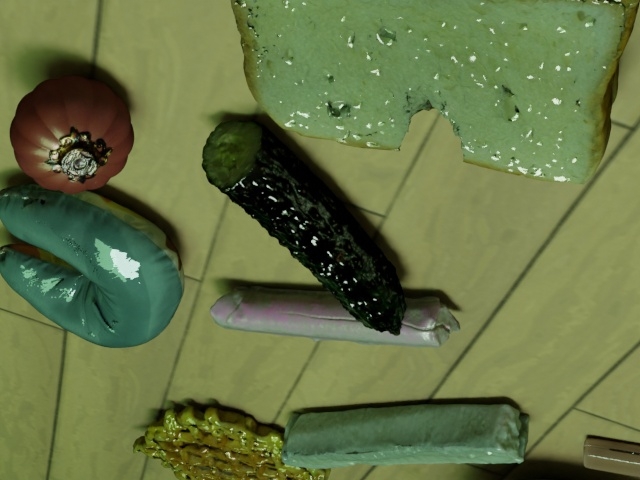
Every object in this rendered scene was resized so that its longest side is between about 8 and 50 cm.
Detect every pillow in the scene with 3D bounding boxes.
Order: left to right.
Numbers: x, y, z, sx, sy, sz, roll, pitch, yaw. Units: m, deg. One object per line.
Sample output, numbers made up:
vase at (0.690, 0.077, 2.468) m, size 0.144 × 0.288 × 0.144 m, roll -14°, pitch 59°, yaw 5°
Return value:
pillow at (-0.244, 0.026, 1.433) m, size 0.214 × 0.086 × 0.233 m, roll 22°, pitch 149°, yaw 2°

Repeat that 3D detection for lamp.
lamp at (-0.215, -0.092, 1.203) m, size 0.108 × 0.092 × 0.107 m, roll -9°, pitch 130°, yaw -11°

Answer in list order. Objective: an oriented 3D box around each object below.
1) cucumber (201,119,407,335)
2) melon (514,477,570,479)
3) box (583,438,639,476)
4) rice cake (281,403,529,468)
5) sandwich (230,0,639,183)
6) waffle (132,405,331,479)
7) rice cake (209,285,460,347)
cucumber at (0.001, -0.002, 1.266) m, size 0.072 × 0.072 × 0.300 m, roll -6°, pitch 144°, yaw 36°
melon at (0.273, 0.408, 1.644) m, size 0.272 × 0.271 × 0.308 m, roll 35°, pitch 141°, yaw -28°
box at (0.352, 0.246, 1.552) m, size 0.115 × 0.025 × 0.048 m, roll 8°, pitch 155°, yaw 17°
rice cake at (0.087, 0.230, 1.623) m, size 0.336 × 0.066 × 0.063 m, roll -7°, pitch 143°, yaw 38°
sandwich at (0.077, -0.146, 0.956) m, size 0.273 × 0.095 × 0.249 m, roll 10°, pitch 154°, yaw 11°
waffle at (-0.119, 0.293, 1.856) m, size 0.245 × 0.052 × 0.254 m, roll 30°, pitch 147°, yaw -19°
rice cake at (0.010, 0.077, 1.418) m, size 0.270 × 0.049 × 0.055 m, roll 4°, pitch 135°, yaw 25°
